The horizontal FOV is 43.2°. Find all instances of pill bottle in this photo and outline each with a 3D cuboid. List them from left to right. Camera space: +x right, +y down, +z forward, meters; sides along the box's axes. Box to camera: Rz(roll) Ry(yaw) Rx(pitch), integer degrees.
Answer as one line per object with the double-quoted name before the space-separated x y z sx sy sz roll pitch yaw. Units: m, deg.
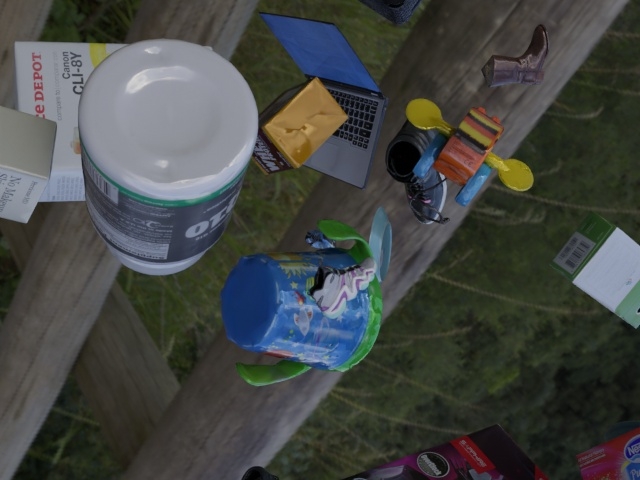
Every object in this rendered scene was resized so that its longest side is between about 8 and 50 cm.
"pill bottle" -0.207 -0.086 1.063 0.204 0.204 0.361 -27 169 -20

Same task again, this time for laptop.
"laptop" -0.025 -0.393 2.254 0.236 0.382 0.407 5 104 -37

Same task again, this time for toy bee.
"toy bee" 0.203 -0.141 1.173 0.195 0.298 0.162 37 79 -16

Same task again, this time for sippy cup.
"sippy cup" -0.047 0.115 1.440 0.224 0.240 0.305 10 83 -44

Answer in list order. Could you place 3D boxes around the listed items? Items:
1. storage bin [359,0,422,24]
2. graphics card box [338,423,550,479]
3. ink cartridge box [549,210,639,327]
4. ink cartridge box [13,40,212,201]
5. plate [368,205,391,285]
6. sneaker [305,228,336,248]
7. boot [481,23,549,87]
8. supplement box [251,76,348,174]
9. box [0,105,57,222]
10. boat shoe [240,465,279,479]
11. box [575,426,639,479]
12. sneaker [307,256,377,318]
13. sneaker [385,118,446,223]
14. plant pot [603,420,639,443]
"storage bin" 0.115 -0.513 1.538 0.122 0.180 0.084 -54 166 1
"graphics card box" 0.222 0.453 1.323 0.371 0.233 0.094 -10 130 -31
"ink cartridge box" 0.473 0.050 1.301 0.209 0.062 0.109 30 101 -35
"ink cartridge box" -0.399 -0.232 1.597 0.385 0.279 0.160 -3 163 -20
"plate" 0.126 0.022 1.690 0.188 0.024 0.188 7 90 -76
"sneaker" 0.000 0.000 1.981 0.073 0.063 0.162 -6 176 -5
"boot" 0.330 -0.315 1.374 0.114 0.037 0.106 -4 103 -19
"supplement box" -0.075 -0.277 1.987 0.191 0.194 0.129 -47 109 -20
"box" -0.461 -0.113 0.940 0.275 0.094 0.113 14 143 -27
"boat shoe" -0.176 0.610 1.637 0.340 0.127 0.113 -55 135 -36
"box" 0.509 0.328 1.153 0.123 0.128 0.257 7 147 -28
"sneaker" 0.023 0.042 1.005 0.098 0.038 0.069 -50 114 -19
"sneaker" 0.200 -0.136 1.749 0.147 0.105 0.295 -47 143 -42
"plant pot" 0.578 0.487 1.366 0.255 0.272 0.271 -58 157 -27
